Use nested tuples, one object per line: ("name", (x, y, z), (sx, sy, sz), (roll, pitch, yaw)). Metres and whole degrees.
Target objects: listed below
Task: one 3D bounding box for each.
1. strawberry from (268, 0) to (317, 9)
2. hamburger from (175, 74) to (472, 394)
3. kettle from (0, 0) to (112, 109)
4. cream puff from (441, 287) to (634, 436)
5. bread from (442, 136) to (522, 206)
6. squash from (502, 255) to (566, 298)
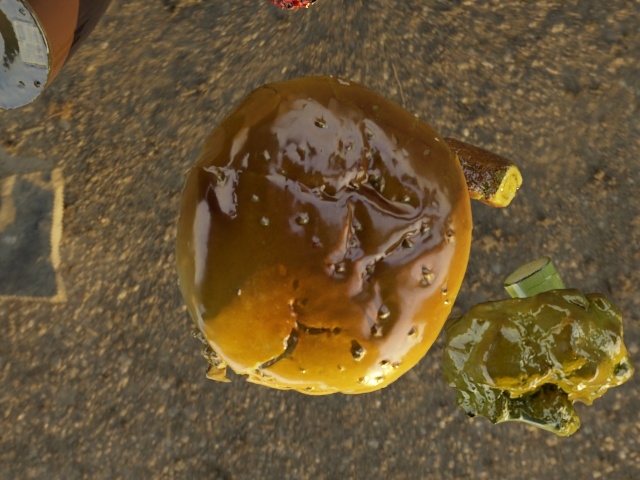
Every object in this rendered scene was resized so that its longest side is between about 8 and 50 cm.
("strawberry", (-0.053, -0.507, 1.553), (0.190, 0.236, 0.111), (-57, 138, -19))
("hamburger", (0.000, 0.000, 0.865), (0.289, 0.170, 0.314), (19, 79, -17))
("kettle", (-0.269, -0.242, 0.780), (0.201, 0.232, 0.144), (11, 135, 13))
("cream puff", (0.298, 0.181, 1.224), (0.281, 0.282, 0.185), (-11, 68, 5))
("bread", (0.321, -0.142, 1.839), (0.172, 0.132, 0.103), (29, 93, 27))
("squash", (0.398, 0.143, 1.489), (0.094, 0.094, 0.224), (-29, 88, 10))
